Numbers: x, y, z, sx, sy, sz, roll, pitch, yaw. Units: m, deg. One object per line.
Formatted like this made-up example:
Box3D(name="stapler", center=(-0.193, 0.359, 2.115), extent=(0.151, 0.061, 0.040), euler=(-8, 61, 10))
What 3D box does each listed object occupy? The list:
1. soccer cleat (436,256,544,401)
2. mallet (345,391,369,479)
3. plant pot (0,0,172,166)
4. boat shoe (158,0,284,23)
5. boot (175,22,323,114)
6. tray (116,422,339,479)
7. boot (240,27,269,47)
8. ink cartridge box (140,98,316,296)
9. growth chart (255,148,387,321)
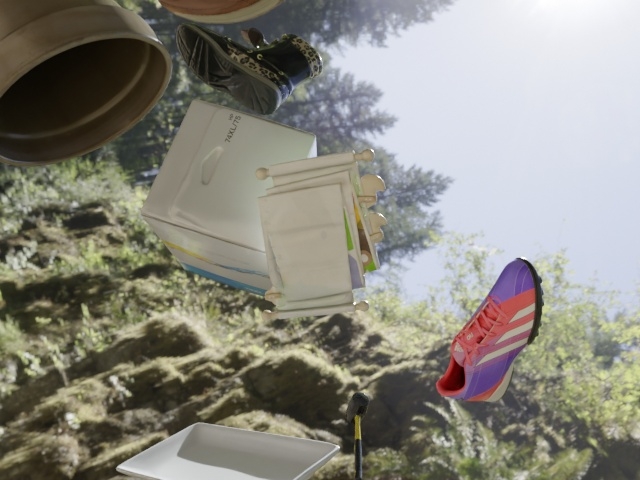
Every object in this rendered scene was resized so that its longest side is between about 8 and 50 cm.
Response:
Box3D(name="soccer cleat", center=(0.293, 0.168, 1.083), extent=(0.108, 0.116, 0.318), euler=(-108, -159, -51))
Box3D(name="mallet", center=(0.073, 0.366, 1.165), extent=(0.189, 0.039, 0.062), euler=(-89, -168, -64))
Box3D(name="plant pot", center=(-0.452, -0.327, 1.005), extent=(0.280, 0.323, 0.323), euler=(56, -36, 8))
Box3D(name="boat shoe", center=(-0.053, -0.329, 0.659), extent=(0.324, 0.116, 0.123), euler=(-9, -108, 22))
Box3D(name="boot", center=(-0.127, -0.337, 1.132), extent=(0.236, 0.178, 0.085), euler=(37, -41, 11))
Box3D(name="tray", center=(-0.119, 0.283, 0.775), extent=(0.270, 0.145, 0.030), euler=(-6, -84, 39))
Box3D(name="boot", center=(-0.179, -0.526, 1.588), extent=(0.037, 0.106, 0.114), euler=(-45, -127, 2))
Box3D(name="ink cartridge box", center=(-0.124, -0.051, 0.981), extent=(0.270, 0.197, 0.198), euler=(86, 23, -71))
Box3D(name="growth chart", center=(0.000, 0.000, 0.802), extent=(0.021, 0.172, 0.237), euler=(-86, 174, -68))
